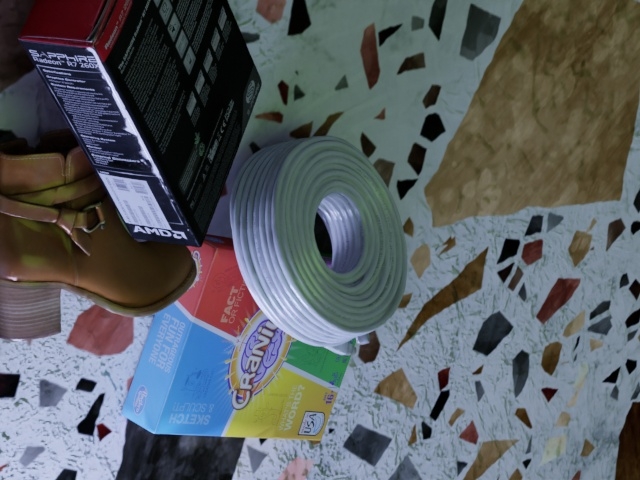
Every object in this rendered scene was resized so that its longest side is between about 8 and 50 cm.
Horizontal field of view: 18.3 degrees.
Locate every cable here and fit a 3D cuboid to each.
[{"bbox_3d":[0.000,0.000,2.393,0.257,0.089,0.257,14,69,-49],"label":"cable"}]

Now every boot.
[{"bbox_3d":[-0.250,-0.025,2.189,0.283,0.109,0.220,-13,115,-36],"label":"boot"}]

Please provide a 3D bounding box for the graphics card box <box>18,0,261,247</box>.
[{"bbox_3d":[-0.175,-0.186,2.056,0.371,0.094,0.233,65,38,-55],"label":"graphics card box"}]

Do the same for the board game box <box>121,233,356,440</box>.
[{"bbox_3d":[-0.082,0.125,2.470,0.316,0.064,0.242,8,104,-50],"label":"board game box"}]
